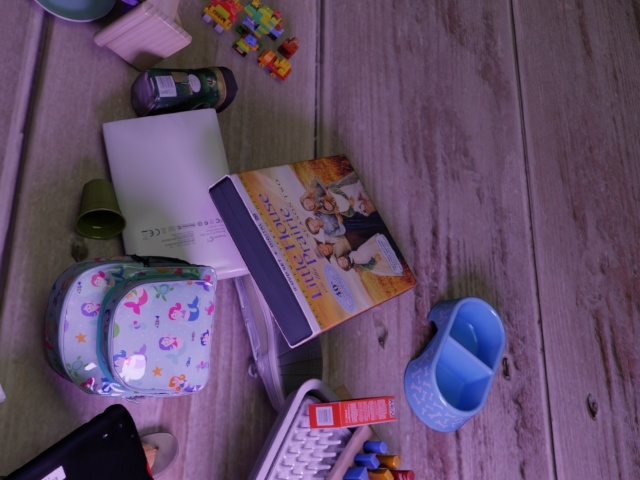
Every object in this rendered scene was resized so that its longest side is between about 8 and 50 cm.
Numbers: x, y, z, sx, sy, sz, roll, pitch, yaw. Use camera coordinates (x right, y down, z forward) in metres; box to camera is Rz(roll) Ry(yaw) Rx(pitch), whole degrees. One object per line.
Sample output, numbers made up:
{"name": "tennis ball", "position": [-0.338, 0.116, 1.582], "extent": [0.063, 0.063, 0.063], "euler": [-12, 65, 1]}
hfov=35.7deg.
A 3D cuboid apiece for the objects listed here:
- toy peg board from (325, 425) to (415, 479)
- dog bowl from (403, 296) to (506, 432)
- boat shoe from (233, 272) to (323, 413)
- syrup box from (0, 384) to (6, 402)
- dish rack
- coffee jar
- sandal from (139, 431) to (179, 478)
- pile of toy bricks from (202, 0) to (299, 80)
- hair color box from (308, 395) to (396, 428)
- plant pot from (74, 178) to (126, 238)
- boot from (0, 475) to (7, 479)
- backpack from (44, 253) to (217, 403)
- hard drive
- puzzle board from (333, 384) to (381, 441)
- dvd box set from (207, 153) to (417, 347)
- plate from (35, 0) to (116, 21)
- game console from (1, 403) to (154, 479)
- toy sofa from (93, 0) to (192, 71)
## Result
{"name": "toy peg board", "position": [0.098, 0.413, 1.635], "extent": [0.161, 0.079, 0.161], "euler": [59, 44, -22]}
{"name": "dog bowl", "position": [0.274, 0.234, 1.953], "extent": [0.166, 0.074, 0.297], "euler": [39, 52, -13]}
{"name": "boat shoe", "position": [-0.083, 0.157, 1.739], "extent": [0.118, 0.103, 0.321], "euler": [-5, 75, -47]}
{"name": "syrup box", "position": [-0.545, 0.148, 1.414], "extent": [0.096, 0.093, 0.237], "euler": [-16, 78, -39]}
{"name": "dish rack", "position": [-0.020, 0.424, 1.611], "extent": [0.285, 0.072, 0.333], "euler": [49, 50, -28]}
{"name": "coffee jar", "position": [-0.248, -0.275, 1.830], "extent": [0.184, 0.096, 0.079], "euler": [-9, 76, -38]}
{"name": "sandal", "position": [-0.294, 0.336, 1.523], "extent": [0.180, 0.049, 0.072], "euler": [-4, 70, -36]}
{"name": "pile of toy bricks", "position": [-0.118, -0.433, 1.992], "extent": [0.212, 0.105, 0.118], "euler": [40, 51, -12]}
{"name": "hair color box", "position": [0.053, 0.281, 1.622], "extent": [0.141, 0.072, 0.043], "euler": [5, 77, -48]}
{"name": "plant pot", "position": [-0.369, -0.058, 1.657], "extent": [0.083, 0.083, 0.079], "euler": [10, 50, -31]}
{"name": "boot", "position": [-0.481, 0.457, 1.278], "extent": [0.347, 0.131, 0.260], "euler": [-2, 63, -26]}
{"name": "backpack", "position": [-0.289, 0.135, 1.531], "extent": [0.253, 0.191, 0.225], "euler": [5, 92, -26]}
{"name": "hard drive", "position": [-0.251, -0.073, 1.719], "extent": [0.202, 0.040, 0.308], "euler": [-10, 72, -14]}
{"name": "puzzle board", "position": [0.044, 0.336, 1.783], "extent": [0.096, 0.011, 0.128], "euler": [-32, 87, -39]}
{"name": "dvd box set", "position": [0.000, 0.000, 1.798], "extent": [0.420, 0.062, 0.308], "euler": [-17, 76, -59]}
{"name": "plate", "position": [-0.467, -0.478, 1.827], "extent": [0.188, 0.024, 0.188], "euler": [16, 59, -29]}
{"name": "game console", "position": [-0.349, 0.452, 1.315], "extent": [0.386, 0.060, 0.342], "euler": [-34, 113, -48]}
{"name": "toy sofa", "position": [-0.315, -0.516, 1.846], "extent": [0.177, 0.150, 0.363], "euler": [35, 51, -36]}
